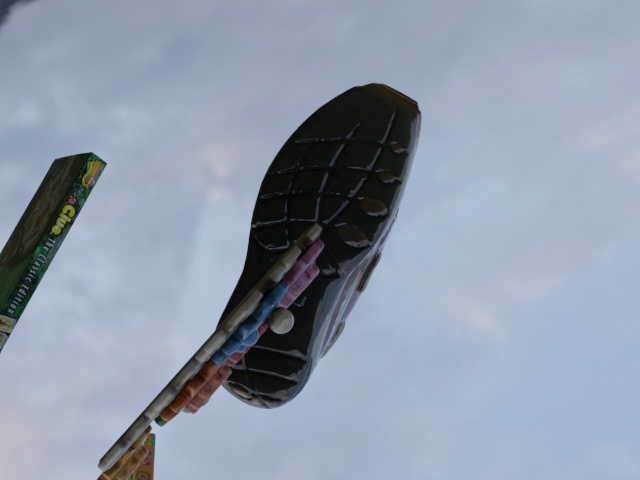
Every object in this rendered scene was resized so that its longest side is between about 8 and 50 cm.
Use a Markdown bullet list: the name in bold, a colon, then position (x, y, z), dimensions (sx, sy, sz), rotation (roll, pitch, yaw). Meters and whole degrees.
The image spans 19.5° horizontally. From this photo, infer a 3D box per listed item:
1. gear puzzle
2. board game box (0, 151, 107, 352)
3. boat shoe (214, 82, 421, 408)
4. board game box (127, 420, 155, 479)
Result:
- **gear puzzle**: position (-0.110, 0.132, 1.592), dimensions (0.339, 0.044, 0.175), rotation (-48, -179, 34)
- **board game box**: position (-0.338, 0.017, 2.137), dimensions (0.136, 0.030, 0.260), rotation (2, -120, 62)
- **boat shoe**: position (0.000, 0.000, 1.696), dimensions (0.324, 0.122, 0.120), rotation (-62, 167, 23)
- **board game box**: position (-0.215, 0.331, 2.079), dimensions (0.039, 0.259, 0.124), rotation (5, -140, -7)
